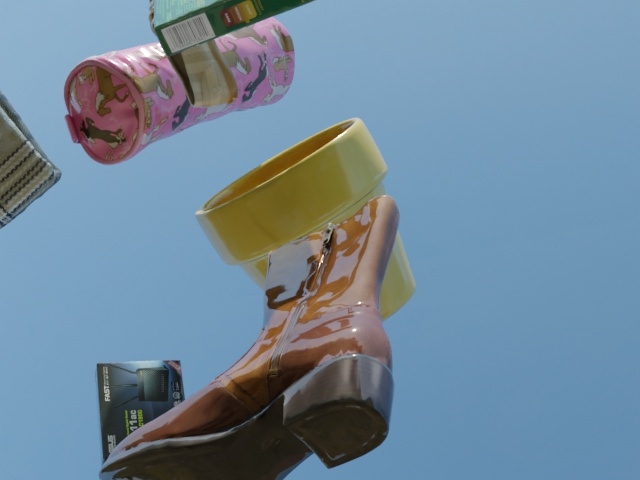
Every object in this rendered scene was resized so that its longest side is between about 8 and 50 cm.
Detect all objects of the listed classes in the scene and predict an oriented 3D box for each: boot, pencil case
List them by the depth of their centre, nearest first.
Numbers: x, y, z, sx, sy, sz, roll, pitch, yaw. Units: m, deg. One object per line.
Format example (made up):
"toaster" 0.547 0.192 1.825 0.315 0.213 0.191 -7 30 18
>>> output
"boot" -0.055 0.087 0.922 0.264 0.280 0.096 -30 -60 23
"pencil case" -0.202 -0.234 1.590 0.160 0.386 0.167 36 -54 18

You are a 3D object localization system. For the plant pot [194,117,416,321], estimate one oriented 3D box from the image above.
"plant pot" 0.000 0.000 1.423 0.254 0.254 0.239 -25 -78 23

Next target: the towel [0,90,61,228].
"towel" -0.397 -0.081 0.739 0.312 0.056 0.324 -37 -82 -3

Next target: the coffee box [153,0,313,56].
"coffee box" -0.090 -0.266 1.153 0.184 0.113 0.040 -21 -56 5

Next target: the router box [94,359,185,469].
"router box" -0.190 0.186 1.134 0.038 0.092 0.122 107 -24 -47

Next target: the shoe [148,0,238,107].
"shoe" -0.174 -0.260 1.320 0.058 0.076 0.219 -24 -101 -21
